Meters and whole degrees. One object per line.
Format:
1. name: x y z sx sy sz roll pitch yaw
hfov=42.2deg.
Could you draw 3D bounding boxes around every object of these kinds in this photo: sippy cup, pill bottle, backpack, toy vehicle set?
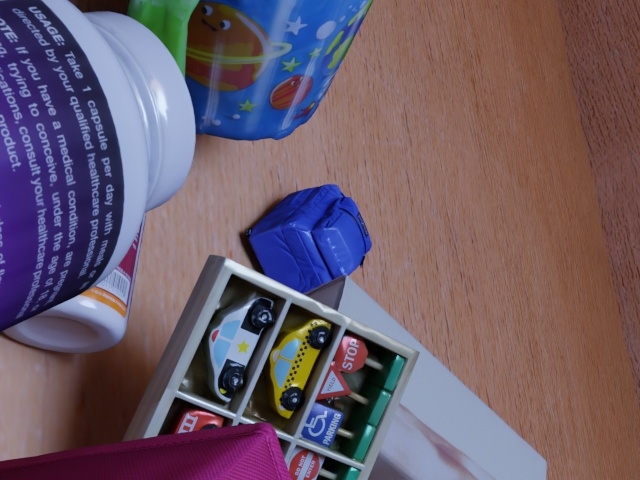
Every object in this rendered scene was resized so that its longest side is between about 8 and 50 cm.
1. sippy cup: -0.058 -0.212 0.685 0.306 0.224 0.240 -18 57 -30
2. pill bottle: -0.167 -0.006 0.576 0.086 0.086 0.152 39 44 -46
3. backpack: 0.000 0.000 0.846 0.120 0.101 0.097 -56 131 -58
4. toy vehicle set: -0.054 0.164 0.558 0.166 0.035 0.266 27 82 -26
5. pill bottle: -0.209 -0.027 0.383 0.323 0.182 0.181 -29 102 -52

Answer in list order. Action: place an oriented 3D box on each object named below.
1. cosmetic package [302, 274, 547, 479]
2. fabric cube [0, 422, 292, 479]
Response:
1. cosmetic package: 0.055 0.187 0.737 0.296 0.153 0.129 42 41 -22
2. fabric cube: -0.138 0.257 0.333 0.258 0.254 0.259 -32 103 -61
